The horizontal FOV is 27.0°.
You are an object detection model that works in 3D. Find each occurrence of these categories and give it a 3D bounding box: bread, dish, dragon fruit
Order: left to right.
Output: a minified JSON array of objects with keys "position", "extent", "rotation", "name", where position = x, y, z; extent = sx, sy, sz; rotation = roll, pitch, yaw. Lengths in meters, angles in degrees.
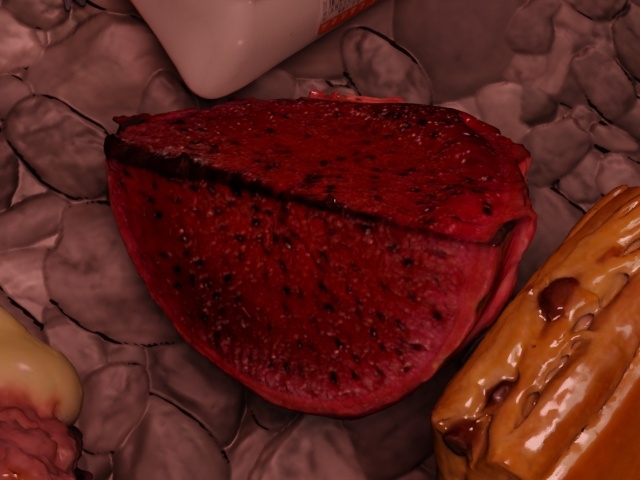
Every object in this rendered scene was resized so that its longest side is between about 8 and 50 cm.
[{"position":[-0.025,-0.199,0.808],"extent":[0.212,0.077,0.151],"rotation":[-35,87,-29],"name":"dish"},{"position":[0.000,0.000,0.752],"extent":[0.262,0.163,0.189],"rotation":[18,93,28],"name":"dragon fruit"},{"position":[0.158,0.102,0.733],"extent":[0.099,0.235,0.210],"rotation":[31,69,33],"name":"bread"}]

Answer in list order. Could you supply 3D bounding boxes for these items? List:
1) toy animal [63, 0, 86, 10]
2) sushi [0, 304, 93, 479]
[{"position":[-0.187,-0.247,0.812],"extent":[0.108,0.062,0.220],"rotation":[-31,98,-16],"name":"toy animal"},{"position":[-0.192,0.139,0.626],"extent":[0.171,0.270,0.236],"rotation":[20,82,-8],"name":"sushi"}]
